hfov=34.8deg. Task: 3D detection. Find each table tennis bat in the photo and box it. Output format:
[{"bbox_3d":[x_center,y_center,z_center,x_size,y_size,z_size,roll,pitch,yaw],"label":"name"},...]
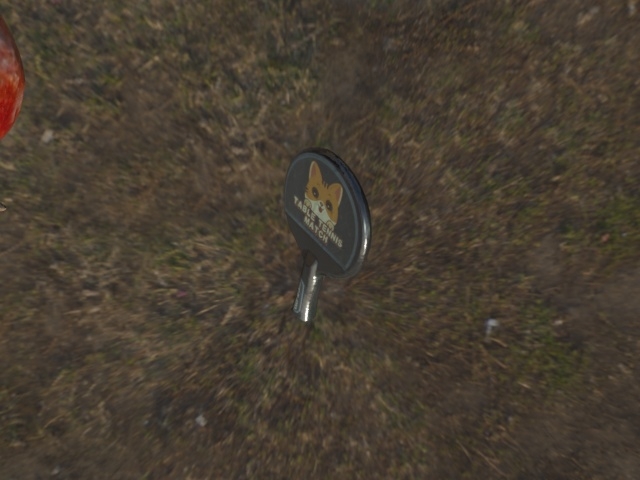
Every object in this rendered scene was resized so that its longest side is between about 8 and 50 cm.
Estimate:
[{"bbox_3d":[0.000,0.000,1.178,0.027,0.236,0.150,-19,48,-34],"label":"table tennis bat"}]

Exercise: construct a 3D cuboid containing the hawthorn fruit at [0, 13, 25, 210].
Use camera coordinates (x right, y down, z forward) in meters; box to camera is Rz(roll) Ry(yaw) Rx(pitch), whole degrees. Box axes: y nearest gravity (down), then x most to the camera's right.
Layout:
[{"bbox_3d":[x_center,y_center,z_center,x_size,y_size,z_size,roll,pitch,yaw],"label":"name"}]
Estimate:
[{"bbox_3d":[-0.404,-0.141,1.033,0.242,0.242,0.272,-39,104,-2],"label":"hawthorn fruit"}]
